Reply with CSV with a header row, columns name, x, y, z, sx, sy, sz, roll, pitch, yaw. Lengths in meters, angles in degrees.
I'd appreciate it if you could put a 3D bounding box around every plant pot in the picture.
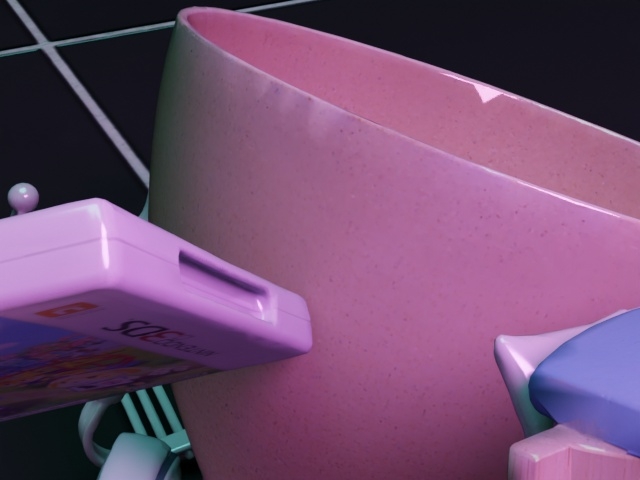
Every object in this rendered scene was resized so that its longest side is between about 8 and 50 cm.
name,x,y,z,sx,sy,sz,roll,pitch,yaw
plant pot,0.048,0.041,0.660,0.284,0.191,0.284,19,13,-4

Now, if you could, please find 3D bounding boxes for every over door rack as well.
name,x,y,z,sx,sy,sz,roll,pitch,yaw
over door rack,0.000,0.000,0.898,0.324,0.108,0.239,-11,30,-16

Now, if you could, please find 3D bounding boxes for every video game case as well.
name,x,y,z,sx,sy,sz,roll,pitch,yaw
video game case,-0.125,0.037,0.461,0.212,0.023,0.193,-12,-11,11

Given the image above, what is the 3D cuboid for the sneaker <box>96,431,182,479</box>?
name,x,y,z,sx,sy,sz,roll,pitch,yaw
sneaker,-0.062,0.174,0.619,0.091,0.094,0.258,16,29,-10

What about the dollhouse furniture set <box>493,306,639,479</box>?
name,x,y,z,sx,sy,sz,roll,pitch,yaw
dollhouse furniture set,0.022,0.152,0.466,0.303,0.286,0.198,-16,24,-40
